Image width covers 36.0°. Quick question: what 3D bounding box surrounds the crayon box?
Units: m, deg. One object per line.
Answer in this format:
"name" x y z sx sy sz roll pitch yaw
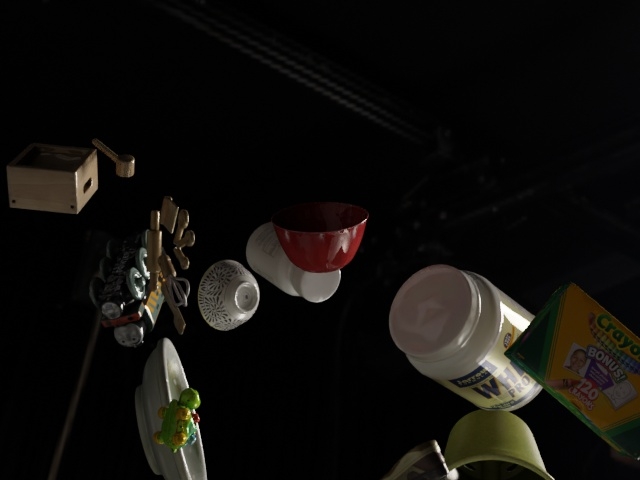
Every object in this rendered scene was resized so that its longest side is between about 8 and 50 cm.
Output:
"crayon box" 0.480 0.224 1.705 0.278 0.165 0.081 40 -6 3

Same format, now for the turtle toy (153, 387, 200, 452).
"turtle toy" -0.276 0.357 1.958 0.066 0.130 0.095 21 -18 -38

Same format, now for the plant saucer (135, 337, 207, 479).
"plant saucer" -0.359 0.432 2.308 0.100 0.400 0.400 -13 -32 -3

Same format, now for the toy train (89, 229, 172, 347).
"toy train" -0.448 0.111 2.390 0.142 0.334 0.190 -15 -61 12

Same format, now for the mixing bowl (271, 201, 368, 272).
"mixing bowl" 0.000 0.000 1.834 0.181 0.181 0.098 1 -70 9

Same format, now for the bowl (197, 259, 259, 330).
"bowl" -0.200 0.132 2.341 0.080 0.170 0.170 1 -26 46

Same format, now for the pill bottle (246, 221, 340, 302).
"pill bottle" -0.058 0.050 2.182 0.131 0.131 0.229 34 -2 -37

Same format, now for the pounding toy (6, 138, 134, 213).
"pounding toy" -0.448 -0.118 1.833 0.206 0.181 0.094 6 -65 3

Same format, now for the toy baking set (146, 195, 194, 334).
"toy baking set" -0.295 0.044 1.898 0.030 0.256 0.196 1 6 -29

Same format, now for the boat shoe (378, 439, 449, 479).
"boat shoe" 0.142 0.416 1.631 0.080 0.073 0.223 -5 -39 -34

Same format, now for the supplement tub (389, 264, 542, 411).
"supplement tub" 0.317 0.205 2.067 0.235 0.235 0.325 -18 -36 36

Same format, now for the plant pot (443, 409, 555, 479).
"plant pot" 0.341 0.471 1.946 0.276 0.254 0.276 3 -68 8
